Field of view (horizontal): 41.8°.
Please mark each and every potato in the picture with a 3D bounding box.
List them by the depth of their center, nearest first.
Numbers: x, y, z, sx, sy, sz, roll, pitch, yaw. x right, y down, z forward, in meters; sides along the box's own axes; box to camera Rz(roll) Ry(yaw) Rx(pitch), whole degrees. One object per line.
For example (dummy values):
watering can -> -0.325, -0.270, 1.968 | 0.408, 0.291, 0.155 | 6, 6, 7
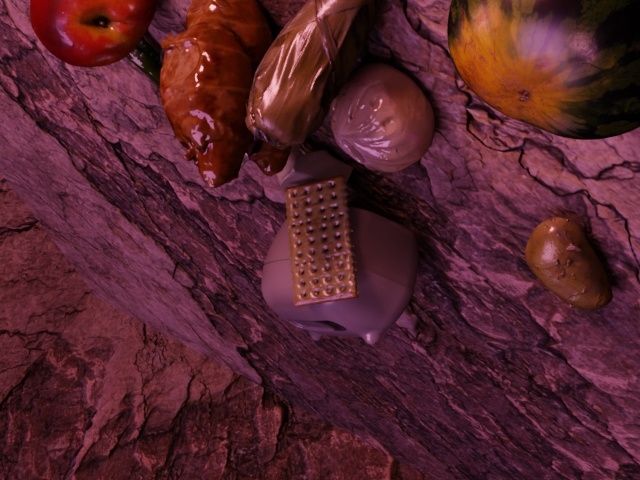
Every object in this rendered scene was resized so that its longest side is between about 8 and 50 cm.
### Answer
potato -> 0.401, 0.041, 1.350 | 0.105, 0.085, 0.188 | -27, 115, 40

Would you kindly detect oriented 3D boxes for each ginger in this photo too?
ginger -> -0.147, -0.248, 1.393 | 0.152, 0.357, 0.274 | -14, 131, 26

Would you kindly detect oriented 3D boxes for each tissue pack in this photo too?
tissue pack -> 0.029, 0.076, 1.700 | 0.229, 0.236, 0.333 | 24, 164, -28

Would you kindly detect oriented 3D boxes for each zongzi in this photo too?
zongzi -> -0.001, -0.271, 1.214 | 0.125, 0.251, 0.274 | 30, 156, -14

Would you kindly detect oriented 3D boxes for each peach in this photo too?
peach -> -0.427, -0.436, 1.571 | 0.243, 0.243, 0.199 | 18, 142, 40

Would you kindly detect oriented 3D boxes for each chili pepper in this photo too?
chili pepper -> -0.392, -0.414, 1.753 | 0.085, 0.076, 0.359 | -13, 126, 30

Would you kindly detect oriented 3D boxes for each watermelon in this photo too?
watermelon -> 0.267, -0.235, 0.889 | 0.269, 0.269, 0.269 | 32, 154, 18

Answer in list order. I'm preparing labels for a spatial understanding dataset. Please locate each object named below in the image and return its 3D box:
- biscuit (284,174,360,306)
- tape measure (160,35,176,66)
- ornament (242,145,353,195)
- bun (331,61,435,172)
biscuit -> 0.000, 0.000, 1.546 | 0.139, 0.231, 0.016 | -11, 166, 28
tape measure -> -0.237, -0.316, 1.620 | 0.200, 0.106, 0.175 | 45, 156, 43
ornament -> -0.073, -0.164, 1.642 | 0.285, 0.120, 0.130 | 31, 149, 17
bun -> 0.086, -0.188, 1.369 | 0.178, 0.128, 0.193 | 47, 157, -16
